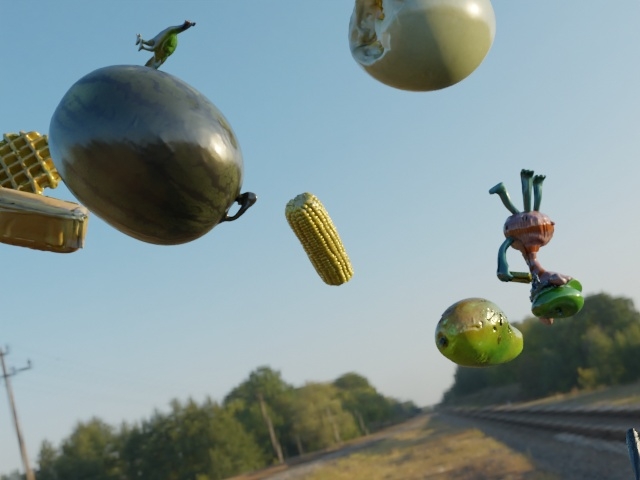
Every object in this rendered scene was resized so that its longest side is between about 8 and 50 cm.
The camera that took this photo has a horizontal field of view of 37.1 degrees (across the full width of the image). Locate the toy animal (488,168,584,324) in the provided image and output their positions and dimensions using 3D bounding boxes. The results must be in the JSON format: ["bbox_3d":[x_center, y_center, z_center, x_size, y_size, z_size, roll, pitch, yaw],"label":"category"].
[{"bbox_3d":[0.278,0.009,1.272,0.103,0.208,0.100,-3,-21,-15],"label":"toy animal"}]

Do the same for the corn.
[{"bbox_3d":[0.000,0.000,2.223,0.093,0.244,0.093,-23,29,14],"label":"corn"}]

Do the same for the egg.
[{"bbox_3d":[0.233,-0.461,2.077,0.336,0.278,0.278,-1,-17,-34],"label":"egg"}]

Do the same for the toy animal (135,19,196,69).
[{"bbox_3d":[-0.324,-0.347,1.789,0.075,0.041,0.217,18,-50,-43],"label":"toy animal"}]

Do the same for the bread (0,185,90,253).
[{"bbox_3d":[-0.632,-0.043,2.086,0.241,0.107,0.136,13,14,-14],"label":"bread"}]

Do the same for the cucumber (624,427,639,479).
[{"bbox_3d":[0.715,0.488,2.156,0.033,0.134,0.034,-14,-49,15],"label":"cucumber"}]

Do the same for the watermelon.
[{"bbox_3d":[-0.279,-0.138,1.606,0.279,0.359,0.279,-52,0,1],"label":"watermelon"}]

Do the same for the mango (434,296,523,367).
[{"bbox_3d":[0.292,0.169,1.725,0.233,0.111,0.125,11,-59,-44],"label":"mango"}]

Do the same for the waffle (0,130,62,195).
[{"bbox_3d":[-0.766,-0.167,2.356,0.310,0.283,0.065,2,-36,21],"label":"waffle"}]
